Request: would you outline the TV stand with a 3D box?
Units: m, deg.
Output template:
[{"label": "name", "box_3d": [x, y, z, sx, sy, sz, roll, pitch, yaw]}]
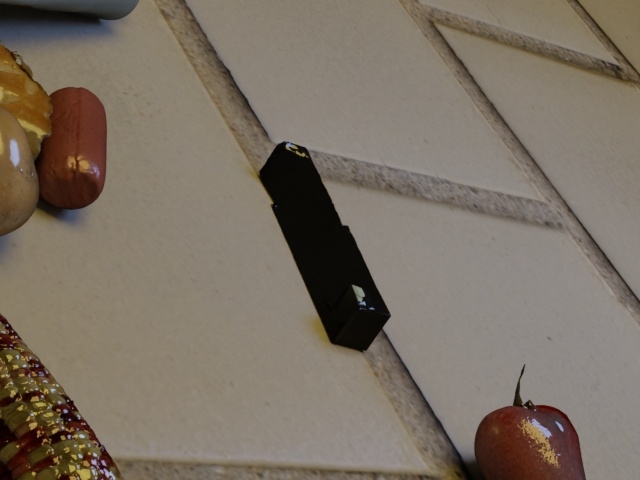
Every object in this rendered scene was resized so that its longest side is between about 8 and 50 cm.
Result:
[{"label": "TV stand", "box_3d": [0.000, 0.000, 1.705, 0.040, 0.049, 0.256, 16, 33, -33]}]

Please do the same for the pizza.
[{"label": "pizza", "box_3d": [-0.320, -0.145, 1.548, 0.246, 0.058, 0.127, 41, 29, 20]}]

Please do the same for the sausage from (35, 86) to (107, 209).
[{"label": "sausage", "box_3d": [-0.221, -0.084, 1.563, 0.062, 0.062, 0.154, 25, 28, -21]}]

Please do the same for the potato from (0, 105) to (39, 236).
[{"label": "potato", "box_3d": [-0.279, -0.058, 1.407, 0.112, 0.112, 0.147, 24, 22, -22]}]

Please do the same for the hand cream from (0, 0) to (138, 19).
[{"label": "hand cream", "box_3d": [-0.284, -0.256, 1.748, 0.124, 0.078, 0.340, 23, 19, 27]}]

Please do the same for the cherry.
[{"label": "cherry", "box_3d": [0.185, 0.196, 1.563, 0.106, 0.087, 0.126, 28, 45, -31]}]

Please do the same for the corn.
[{"label": "corn", "box_3d": [-0.226, 0.108, 1.215, 0.086, 0.086, 0.253, -3, 47, -52]}]
